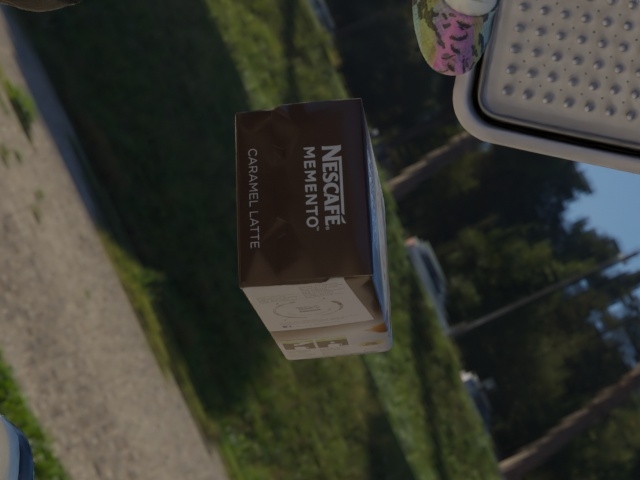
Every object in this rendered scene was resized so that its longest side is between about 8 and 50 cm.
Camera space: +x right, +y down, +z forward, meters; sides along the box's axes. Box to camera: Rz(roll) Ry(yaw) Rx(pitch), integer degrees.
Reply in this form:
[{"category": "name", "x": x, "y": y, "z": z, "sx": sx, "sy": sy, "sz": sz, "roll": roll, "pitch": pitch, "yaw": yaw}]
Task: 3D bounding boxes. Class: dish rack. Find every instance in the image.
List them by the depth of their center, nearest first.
[{"category": "dish rack", "x": 0.311, "y": -0.256, "z": 1.606, "sx": 0.072, "sy": 0.285, "sz": 0.333, "roll": -26, "pitch": 127, "yaw": -70}]

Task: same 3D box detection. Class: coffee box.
[{"category": "coffee box", "x": 0.000, "y": 0.000, "z": 1.145, "sx": 0.246, "sy": 0.098, "sz": 0.141, "roll": 68, "pitch": 18, "yaw": -73}]

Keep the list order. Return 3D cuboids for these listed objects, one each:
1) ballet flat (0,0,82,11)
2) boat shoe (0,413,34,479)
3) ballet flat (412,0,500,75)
[{"category": "ballet flat", "x": -0.302, "y": -0.252, "z": 1.375, "sx": 0.057, "sy": 0.173, "sz": 0.049, "roll": 113, "pitch": -31, "yaw": -48}, {"category": "boat shoe", "x": -0.238, "y": 0.255, "z": 0.880, "sx": 0.116, "sy": 0.319, "sz": 0.099, "roll": 18, "pitch": -2, "yaw": 35}, {"category": "ballet flat", "x": 0.127, "y": -0.245, "z": 1.177, "sx": 0.079, "sy": 0.077, "sz": 0.221, "roll": 149, "pitch": -43, "yaw": -63}]
